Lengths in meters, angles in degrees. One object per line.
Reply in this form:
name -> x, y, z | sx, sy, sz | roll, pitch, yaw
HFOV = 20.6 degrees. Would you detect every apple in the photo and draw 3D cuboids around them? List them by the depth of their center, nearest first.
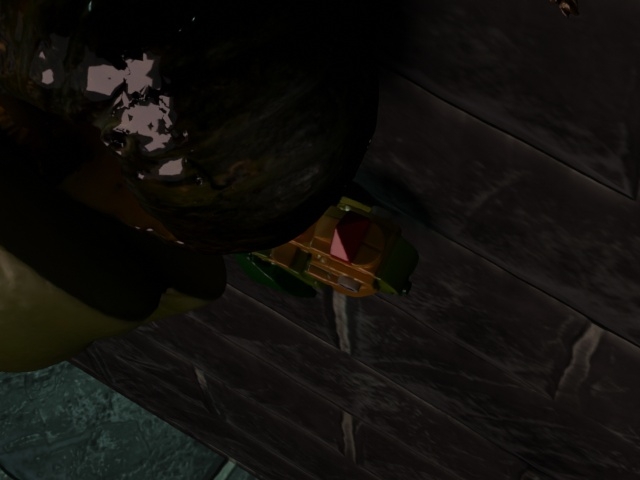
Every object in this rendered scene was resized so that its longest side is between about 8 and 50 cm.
apple -> -0.236, -0.067, 1.294 | 0.360, 0.320, 0.311 | 55, 154, 3

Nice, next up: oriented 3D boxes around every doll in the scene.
doll -> -0.005, -0.004, 1.431 | 0.186, 0.106, 0.134 | 18, 167, 43

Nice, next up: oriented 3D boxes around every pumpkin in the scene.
pumpkin -> -0.109, -0.120, 1.145 | 0.320, 0.192, 0.320 | 30, 166, 8

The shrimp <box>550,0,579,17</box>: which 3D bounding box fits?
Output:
shrimp -> 0.094, -0.162, 0.945 | 0.114, 0.023, 0.083 | 46, 163, -19
